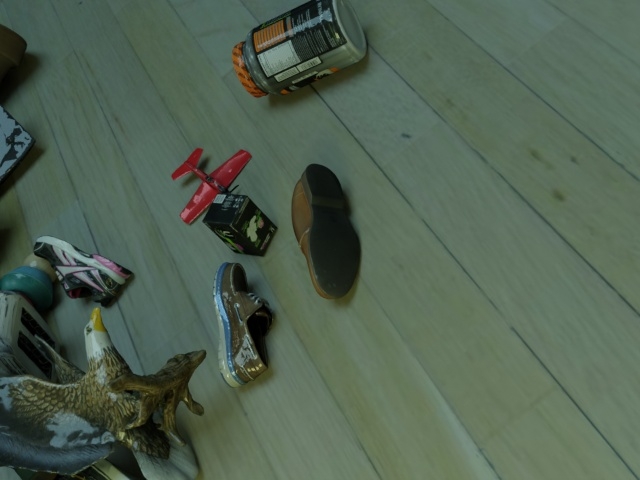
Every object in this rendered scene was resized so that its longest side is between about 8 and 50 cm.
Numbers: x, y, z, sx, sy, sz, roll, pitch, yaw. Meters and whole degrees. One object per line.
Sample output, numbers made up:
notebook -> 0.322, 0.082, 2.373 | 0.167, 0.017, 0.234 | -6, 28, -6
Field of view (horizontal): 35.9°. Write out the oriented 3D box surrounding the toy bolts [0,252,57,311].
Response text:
toy bolts -> -0.541, 0.060, 1.590 | 0.229, 0.218, 0.158 | 2, 41, 16

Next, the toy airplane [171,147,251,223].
toy airplane -> -0.180, -0.100, 1.553 | 0.151, 0.028, 0.151 | -19, 47, 22

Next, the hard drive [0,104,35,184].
hard drive -> -0.678, -0.149, 1.882 | 0.172, 0.054, 0.254 | 44, 87, 8

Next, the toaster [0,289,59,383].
toaster -> -0.483, 0.166, 1.452 | 0.147, 0.227, 0.129 | -10, 51, 8

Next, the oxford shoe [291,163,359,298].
oxford shoe -> 0.000, 0.000, 1.327 | 0.076, 0.076, 0.212 | -50, 35, 40

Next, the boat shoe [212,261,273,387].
boat shoe -> -0.097, 0.105, 1.311 | 0.066, 0.066, 0.183 | -19, 58, 17

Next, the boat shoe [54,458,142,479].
boat shoe -> -0.286, 0.326, 1.275 | 0.183, 0.065, 0.083 | 12, 66, 49

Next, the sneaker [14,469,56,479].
sneaker -> -0.424, 0.281, 1.357 | 0.192, 0.086, 0.064 | 9, 66, 59

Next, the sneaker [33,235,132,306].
sneaker -> -0.386, 0.049, 1.542 | 0.178, 0.072, 0.077 | 19, 78, 30

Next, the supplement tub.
supplement tub -> -0.035, -0.299, 1.537 | 0.190, 0.117, 0.117 | -20, 48, 23

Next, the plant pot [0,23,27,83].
plant pot -> -0.776, -0.353, 2.059 | 0.263, 0.263, 0.229 | 13, 83, 42

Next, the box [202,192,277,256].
box -> -0.114, -0.022, 1.401 | 0.062, 0.083, 0.052 | 6, 60, 40

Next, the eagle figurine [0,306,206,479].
eagle figurine -> -0.293, 0.198, 1.254 | 0.298, 0.226, 0.225 | -16, 47, 27
